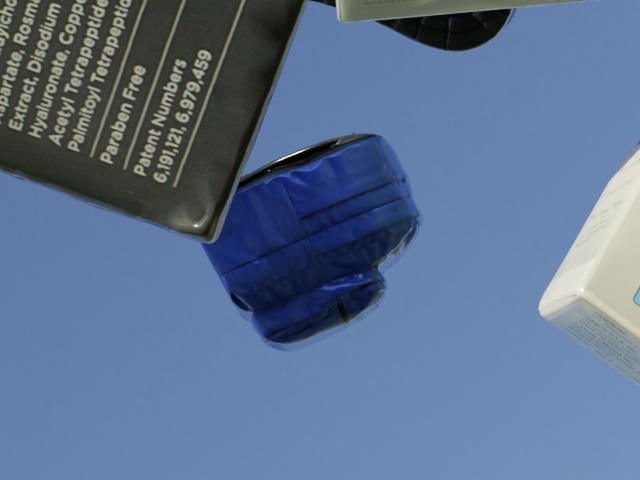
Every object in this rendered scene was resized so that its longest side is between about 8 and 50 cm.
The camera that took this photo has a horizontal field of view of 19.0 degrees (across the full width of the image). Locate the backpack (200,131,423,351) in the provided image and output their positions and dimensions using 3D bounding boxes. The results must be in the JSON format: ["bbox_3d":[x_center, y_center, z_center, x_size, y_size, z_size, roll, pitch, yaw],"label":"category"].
[{"bbox_3d":[0.000,0.000,1.073,0.120,0.101,0.098,-28,-2,-3],"label":"backpack"}]

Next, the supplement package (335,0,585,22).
[{"bbox_3d":[0.094,-0.298,1.145,0.199,0.198,0.262,-5,-53,3],"label":"supplement package"}]

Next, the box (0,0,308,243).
[{"bbox_3d":[-0.137,-0.192,0.666,0.313,0.343,0.179,19,-65,-6],"label":"box"}]

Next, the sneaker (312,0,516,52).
[{"bbox_3d":[0.009,-0.216,1.395,0.283,0.124,0.107,29,-80,4],"label":"sneaker"}]

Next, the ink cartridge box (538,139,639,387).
[{"bbox_3d":[0.323,0.024,1.237,0.296,0.066,0.261,35,-115,-7],"label":"ink cartridge box"}]
